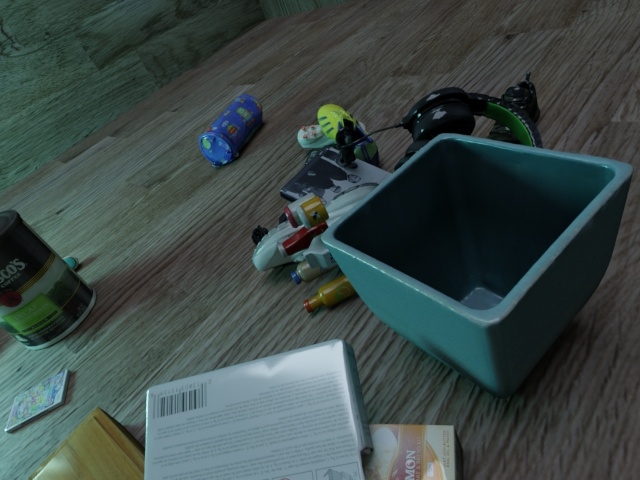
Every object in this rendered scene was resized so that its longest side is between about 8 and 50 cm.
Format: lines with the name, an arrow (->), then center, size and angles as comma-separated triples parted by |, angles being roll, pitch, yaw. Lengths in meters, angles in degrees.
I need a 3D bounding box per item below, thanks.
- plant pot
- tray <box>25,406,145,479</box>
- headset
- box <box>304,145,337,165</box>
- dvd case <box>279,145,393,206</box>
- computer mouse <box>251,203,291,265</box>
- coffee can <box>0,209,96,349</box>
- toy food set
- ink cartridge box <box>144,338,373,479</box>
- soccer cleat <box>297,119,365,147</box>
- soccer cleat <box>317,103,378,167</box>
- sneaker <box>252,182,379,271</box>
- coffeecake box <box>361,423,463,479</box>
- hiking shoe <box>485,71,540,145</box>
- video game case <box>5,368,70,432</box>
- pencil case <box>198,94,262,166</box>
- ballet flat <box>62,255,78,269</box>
plant pot -> 0.199, 0.050, 0.556 | 0.247, 0.252, 0.247 | -40, 38, -19
tray -> -0.268, 0.400, 0.561 | 0.410, 0.076, 0.203 | 14, 52, 40
headset -> 0.224, -0.173, 0.876 | 0.393, 0.185, 0.244 | 12, 71, 10
box -> 0.002, -0.231, 1.215 | 0.083, 0.018, 0.067 | -9, 40, 22
dvd case -> 0.056, -0.112, 0.962 | 0.238, 0.030, 0.179 | 29, 60, 24
computer mouse -> -0.036, -0.047, 0.978 | 0.261, 0.060, 0.184 | -28, 35, -2
coffee can -> -0.707, 0.095, 1.026 | 0.201, 0.276, 0.202 | -16, 38, 13
toy food set -> -0.020, 0.019, 0.733 | 0.104, 0.232, 0.111 | -29, 50, -2
ink cartridge box -> -0.073, 0.265, 0.506 | 0.274, 0.060, 0.239 | -17, 61, 11
soccer cleat -> 0.032, -0.307, 1.256 | 0.196, 0.076, 0.068 | -6, 72, 3
soccer cleat -> 0.066, -0.288, 1.117 | 0.093, 0.121, 0.289 | -27, 51, -1
sneaker -> 0.000, 0.000, 0.844 | 0.296, 0.130, 0.111 | -26, -1, 16
coffeecake box -> 0.065, 0.292, 0.496 | 0.185, 0.068, 0.143 | -9, 40, 22
hiking shoe -> 0.404, -0.267, 0.935 | 0.086, 0.114, 0.227 | 9, 49, 39
video game case -> -0.575, 0.325, 0.887 | 0.121, 0.011, 0.087 | -28, 36, -3
pencil case -> -0.299, -0.383, 1.498 | 0.119, 0.133, 0.306 | -49, 14, 45
ballet flat -> -0.775, 0.106, 1.255 | 0.168, 0.057, 0.052 | -36, 9, -19
